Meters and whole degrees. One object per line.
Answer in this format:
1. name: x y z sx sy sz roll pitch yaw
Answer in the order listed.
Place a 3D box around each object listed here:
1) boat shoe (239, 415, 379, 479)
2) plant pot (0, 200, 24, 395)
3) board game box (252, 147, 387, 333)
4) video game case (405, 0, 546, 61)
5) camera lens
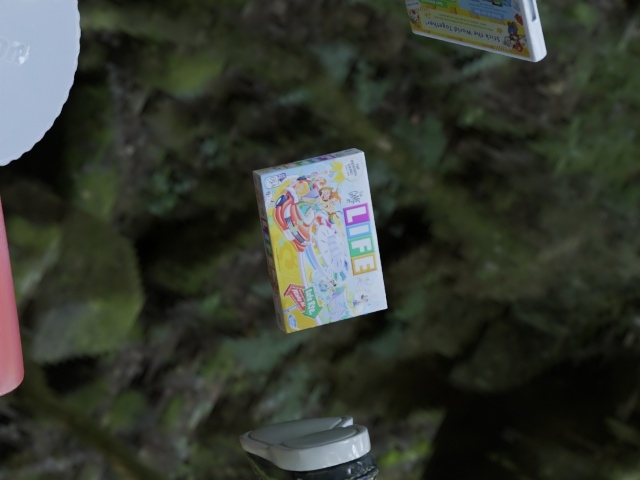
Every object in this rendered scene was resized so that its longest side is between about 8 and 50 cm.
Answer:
1. boat shoe: -0.009 0.215 1.785 0.302 0.114 0.091 -179 -102 -87
2. plant pot: -0.416 0.015 1.864 0.275 0.275 0.243 -49 141 -78
3. board game box: 0.000 0.000 1.824 0.026 0.103 0.154 -150 -132 -68
4. video game case: 0.178 -0.337 2.457 0.026 0.227 0.206 -35 125 -30
5. camera lens: -0.357 -0.172 1.563 0.219 0.274 0.219 -19 116 -48
